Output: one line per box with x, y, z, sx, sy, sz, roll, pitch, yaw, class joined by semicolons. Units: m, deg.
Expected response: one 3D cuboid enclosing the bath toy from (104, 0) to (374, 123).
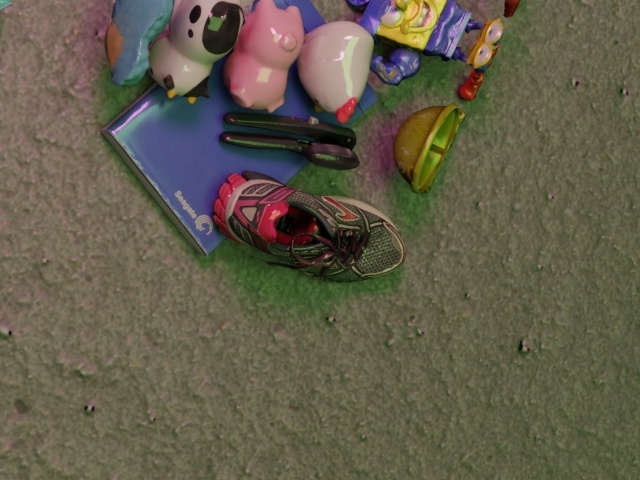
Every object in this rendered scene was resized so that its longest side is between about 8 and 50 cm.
-0.086;-0.218;1.844;0.348;0.151;0.129;8;64;-33;bath toy

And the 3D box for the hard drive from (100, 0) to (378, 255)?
-0.098;-0.163;1.940;0.318;0.040;0.210;-43;112;-16;hard drive

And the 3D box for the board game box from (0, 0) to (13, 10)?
-0.541;-0.356;1.684;0.253;0.079;0.336;-33;108;-19;board game box

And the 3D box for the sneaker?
0.000;0.000;1.946;0.299;0.112;0.121;14;98;-41;sneaker

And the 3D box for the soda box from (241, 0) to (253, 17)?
-0.109;-0.373;1.842;0.069;0.074;0.216;-2;128;-26;soda box

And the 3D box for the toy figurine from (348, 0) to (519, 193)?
0.122;-0.265;2.016;0.217;0.191;0.363;26;90;4;toy figurine

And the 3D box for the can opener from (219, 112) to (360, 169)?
-0.038;-0.134;1.919;0.186;0.073;0.059;13;98;-18;can opener
